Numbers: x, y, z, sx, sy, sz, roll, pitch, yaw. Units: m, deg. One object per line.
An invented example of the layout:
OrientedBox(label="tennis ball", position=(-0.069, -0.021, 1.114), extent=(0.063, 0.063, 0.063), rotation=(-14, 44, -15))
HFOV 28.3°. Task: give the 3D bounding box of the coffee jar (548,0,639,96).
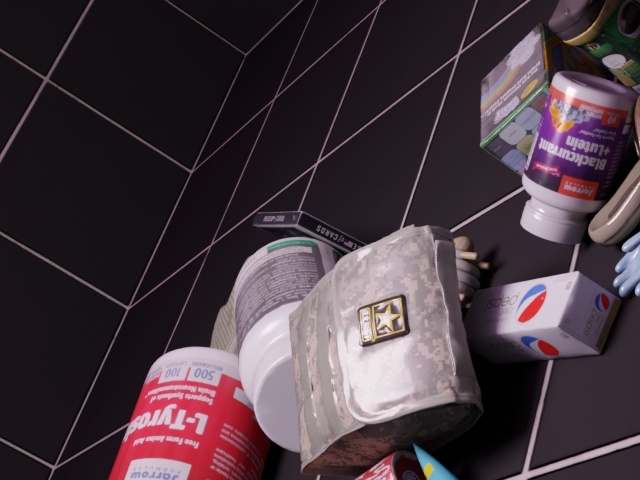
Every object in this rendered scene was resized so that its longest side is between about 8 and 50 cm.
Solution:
OrientedBox(label="coffee jar", position=(0.372, -0.256, 1.576), extent=(0.079, 0.184, 0.096), rotation=(-19, 41, 63))

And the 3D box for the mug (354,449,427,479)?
OrientedBox(label="mug", position=(0.061, 0.324, 1.542), extent=(0.169, 0.113, 0.150), rotation=(-44, 24, 27))

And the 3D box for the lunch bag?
OrientedBox(label="lunch bag", position=(0.083, 0.140, 1.560), extent=(0.287, 0.169, 0.235), rotation=(-48, 41, 50))

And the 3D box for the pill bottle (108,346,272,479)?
OrientedBox(label="pill bottle", position=(-0.212, 0.384, 1.963), extent=(0.229, 0.229, 0.408), rotation=(-41, 24, 42))

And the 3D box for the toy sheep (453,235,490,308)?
OrientedBox(label="toy sheep", position=(0.178, 0.055, 1.732), extent=(0.091, 0.091, 0.132), rotation=(-15, 51, 65))

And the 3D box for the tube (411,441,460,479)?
OrientedBox(label="tube", position=(0.156, 0.293, 1.411), extent=(0.052, 0.080, 0.207), rotation=(-32, 21, -3))

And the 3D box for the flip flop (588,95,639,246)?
OrientedBox(label="flip flop", position=(0.382, -0.120, 1.457), extent=(0.277, 0.080, 0.112), rotation=(-56, -3, 15))

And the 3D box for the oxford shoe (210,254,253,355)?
OrientedBox(label="oxford shoe", position=(-0.117, 0.168, 2.268), extent=(0.449, 0.130, 0.169), rotation=(123, 152, -55))

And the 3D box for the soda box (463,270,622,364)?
OrientedBox(label="soda box", position=(0.252, 0.094, 1.492), extent=(0.216, 0.069, 0.074), rotation=(-19, 42, 64))

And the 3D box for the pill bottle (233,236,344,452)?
OrientedBox(label="pill bottle", position=(-0.024, 0.151, 1.901), extent=(0.204, 0.204, 0.361), rotation=(-52, 18, 15))

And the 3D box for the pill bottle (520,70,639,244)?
OrientedBox(label="pill bottle", position=(0.308, -0.099, 1.542), extent=(0.108, 0.108, 0.193), rotation=(-108, 30, -67))

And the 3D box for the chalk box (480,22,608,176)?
OrientedBox(label="chalk box", position=(0.303, -0.162, 1.695), extent=(0.132, 0.132, 0.213), rotation=(-44, 23, 33))

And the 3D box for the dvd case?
OrientedBox(label="dvd case", position=(0.000, 0.000, 2.132), extent=(0.030, 0.179, 0.238), rotation=(-66, 19, -8))

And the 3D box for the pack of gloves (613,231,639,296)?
OrientedBox(label="pack of gloves", position=(0.397, -0.026, 1.352), extent=(0.232, 0.046, 0.195), rotation=(-56, 17, 4))
